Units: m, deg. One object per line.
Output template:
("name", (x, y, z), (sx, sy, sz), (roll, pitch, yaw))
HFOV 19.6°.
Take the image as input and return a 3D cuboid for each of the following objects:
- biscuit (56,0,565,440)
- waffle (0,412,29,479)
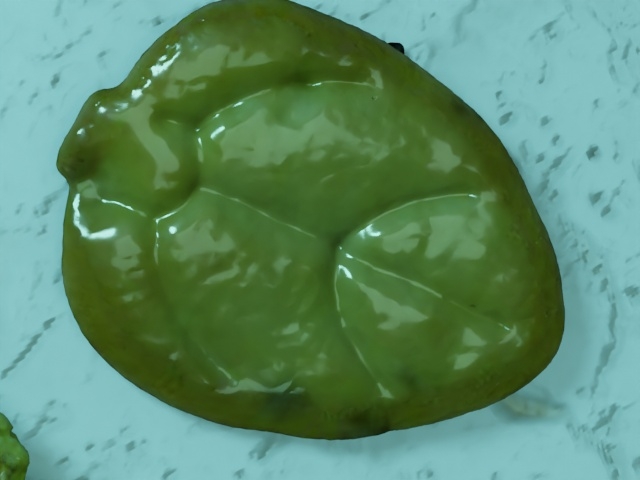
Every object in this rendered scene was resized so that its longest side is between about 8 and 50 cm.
("biscuit", (0.002, 0.000, 0.872), (0.260, 0.041, 0.203), (25, 89, -13))
("waffle", (-0.219, 0.177, 0.825), (0.238, 0.059, 0.243), (-28, 102, -9))
